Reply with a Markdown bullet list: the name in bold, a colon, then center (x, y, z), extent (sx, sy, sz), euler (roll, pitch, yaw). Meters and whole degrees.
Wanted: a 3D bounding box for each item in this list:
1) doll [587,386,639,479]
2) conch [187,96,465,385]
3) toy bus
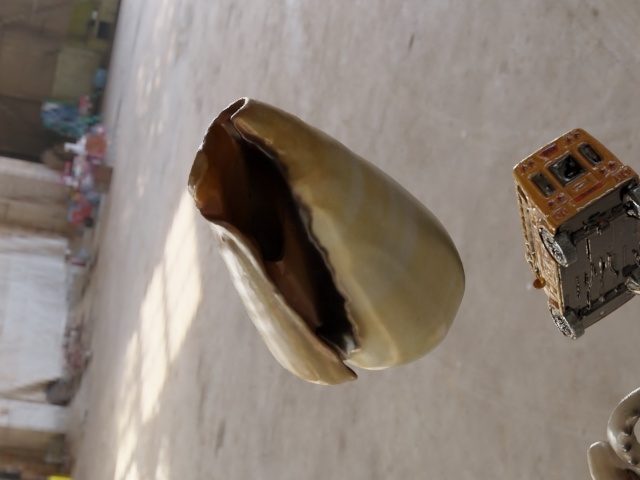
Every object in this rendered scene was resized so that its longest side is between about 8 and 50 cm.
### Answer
- **doll**: center (0.294, 0.108, 0.662), extent (0.154, 0.278, 0.119), euler (69, -173, -45)
- **conch**: center (-0.005, -0.002, 0.803), extent (0.158, 0.255, 0.127), euler (-45, 31, -11)
- **toy bus**: center (0.209, -0.001, 0.928), extent (0.088, 0.083, 0.194), euler (55, 174, 33)
